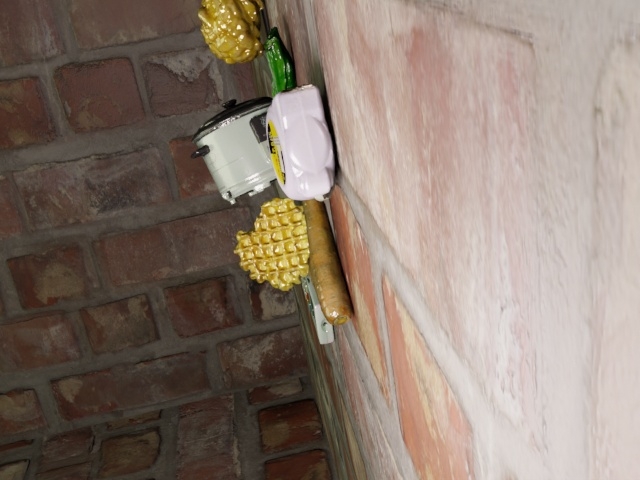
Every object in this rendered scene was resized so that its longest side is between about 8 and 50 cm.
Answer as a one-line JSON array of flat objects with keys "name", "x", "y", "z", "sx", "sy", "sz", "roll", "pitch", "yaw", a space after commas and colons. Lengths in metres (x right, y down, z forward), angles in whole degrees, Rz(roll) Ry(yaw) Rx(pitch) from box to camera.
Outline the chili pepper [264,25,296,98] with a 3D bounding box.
[{"name": "chili pepper", "x": -0.083, "y": -0.358, "z": 1.524, "sx": 0.224, "sy": 0.060, "sz": 0.098, "roll": 87, "pitch": 174, "yaw": -53}]

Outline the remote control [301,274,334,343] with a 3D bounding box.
[{"name": "remote control", "x": -0.021, "y": 0.135, "z": 2.023, "sx": 0.344, "sy": 0.050, "sz": 0.145, "roll": -111, "pitch": 10, "yaw": -56}]

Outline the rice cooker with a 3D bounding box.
[{"name": "rice cooker", "x": -0.173, "y": -0.230, "z": 1.702, "sx": 0.241, "sy": 0.280, "sz": 0.227, "roll": -17, "pitch": 99, "yaw": 63}]

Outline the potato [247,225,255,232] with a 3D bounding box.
[{"name": "potato", "x": -0.104, "y": -0.018, "z": 1.962, "sx": 0.117, "sy": 0.202, "sz": 0.182, "roll": -60, "pitch": 23, "yaw": 31}]

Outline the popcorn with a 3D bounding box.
[{"name": "popcorn", "x": -0.241, "y": -0.624, "z": 1.971, "sx": 0.250, "sy": 0.189, "sz": 0.250, "roll": -13, "pitch": -90, "yaw": -83}]

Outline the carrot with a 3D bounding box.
[{"name": "carrot", "x": 0.003, "y": 0.017, "z": 1.460, "sx": 0.070, "sy": 0.070, "sz": 0.343, "roll": 88, "pitch": 171, "yaw": -60}]

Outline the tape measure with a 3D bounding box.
[{"name": "tape measure", "x": -0.028, "y": -0.166, "z": 1.205, "sx": 0.178, "sy": 0.105, "sz": 0.196, "roll": -144, "pitch": 41, "yaw": -71}]

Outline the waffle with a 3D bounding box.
[{"name": "waffle", "x": -0.115, "y": 0.000, "z": 1.824, "sx": 0.249, "sy": 0.056, "sz": 0.253, "roll": 26, "pitch": 113, "yaw": 28}]
